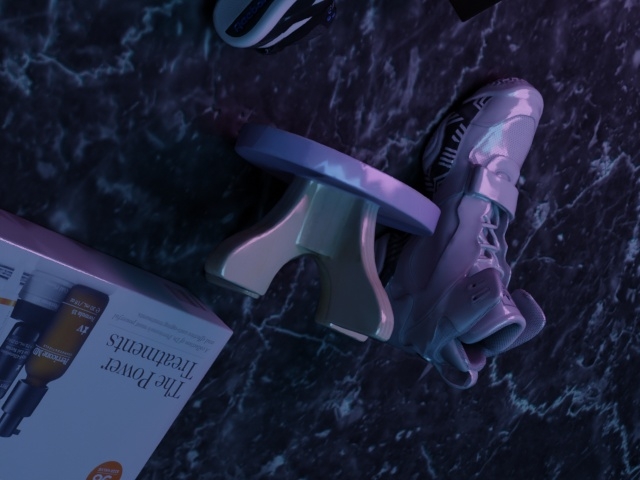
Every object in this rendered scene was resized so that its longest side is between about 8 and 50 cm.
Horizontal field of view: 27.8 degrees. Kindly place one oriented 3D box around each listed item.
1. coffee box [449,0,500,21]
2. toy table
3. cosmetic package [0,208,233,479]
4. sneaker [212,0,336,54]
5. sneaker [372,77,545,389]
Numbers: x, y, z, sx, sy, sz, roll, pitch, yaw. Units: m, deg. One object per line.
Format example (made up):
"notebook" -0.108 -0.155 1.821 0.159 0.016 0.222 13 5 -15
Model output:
"coffee box" 0.258 -0.365 1.342 0.297 0.168 0.119 -35 97 -20
"toy table" 0.000 0.000 1.342 0.274 0.252 0.161 25 83 -37
"cosmetic package" -0.299 0.135 1.253 0.377 0.097 0.284 27 100 -49
"sneaker" 0.004 -0.261 1.234 0.217 0.079 0.121 -34 168 22
"sneaker" 0.196 -0.003 1.526 0.137 0.210 0.366 28 96 -49
